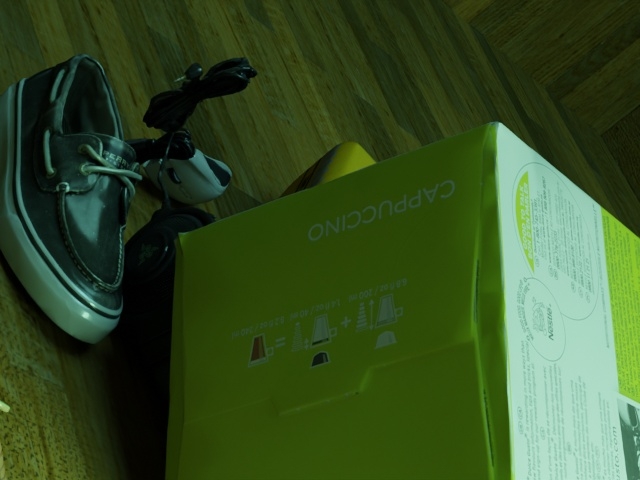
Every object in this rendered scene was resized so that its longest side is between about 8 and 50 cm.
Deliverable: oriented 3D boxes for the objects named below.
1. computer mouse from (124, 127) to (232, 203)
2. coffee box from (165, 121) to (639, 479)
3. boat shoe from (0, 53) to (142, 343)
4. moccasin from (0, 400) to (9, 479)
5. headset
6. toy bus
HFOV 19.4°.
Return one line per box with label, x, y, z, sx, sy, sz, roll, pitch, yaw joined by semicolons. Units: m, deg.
computer mouse;-0.147;-0.070;1.978;0.193;0.106;0.042;29;51;-65
coffee box;0.098;0.154;1.579;0.334;0.338;0.338;33;48;-45
boat shoe;-0.225;-0.056;1.699;0.121;0.119;0.335;34;25;-42
moccasin;-0.260;0.142;1.195;0.139;0.147;0.380;30;28;-48
headset;-0.083;0.029;1.774;0.243;0.185;0.394;16;51;-61
toy bus;0.000;0.000;2.111;0.108;0.130;0.332;49;18;-9
